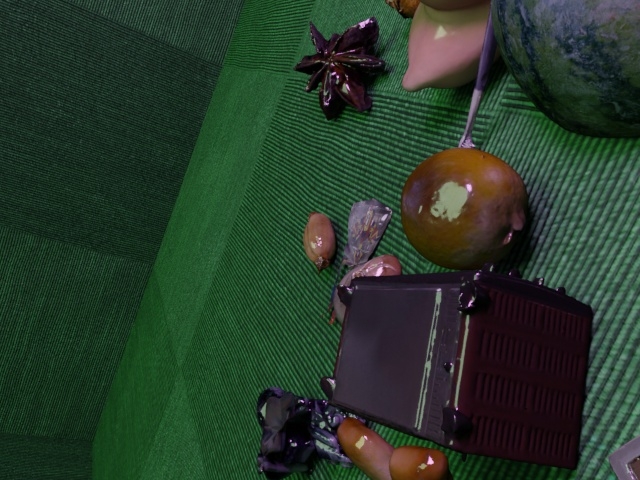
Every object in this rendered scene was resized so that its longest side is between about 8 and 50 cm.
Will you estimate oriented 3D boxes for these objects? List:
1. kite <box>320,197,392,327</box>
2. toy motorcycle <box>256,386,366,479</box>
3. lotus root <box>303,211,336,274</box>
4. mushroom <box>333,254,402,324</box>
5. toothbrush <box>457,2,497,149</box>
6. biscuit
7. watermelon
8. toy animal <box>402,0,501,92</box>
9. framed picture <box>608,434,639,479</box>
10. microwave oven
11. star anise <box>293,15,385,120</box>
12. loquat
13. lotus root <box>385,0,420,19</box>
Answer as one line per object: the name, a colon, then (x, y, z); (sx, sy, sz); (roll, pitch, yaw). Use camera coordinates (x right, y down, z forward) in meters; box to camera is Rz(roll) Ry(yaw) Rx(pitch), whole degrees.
kite: (0.059, 0.039, 1.035); (0.141, 0.015, 0.245); (20, 89, 66)
toy motorcycle: (-0.029, 0.326, 0.937); (0.270, 0.106, 0.159); (-11, 68, 50)
lotus root: (0.000, 0.000, 1.122); (0.150, 0.062, 0.073); (-98, 28, -42)
mushroom: (0.066, 0.080, 0.853); (0.225, 0.093, 0.116); (64, -130, -78)
toothbrush: (0.210, -0.215, 0.731); (0.026, 0.024, 0.288); (-114, 18, -45)
biscuit: (0.115, 0.274, 0.580); (0.047, 0.208, 0.164); (-45, 16, -25)
watermelon: (0.279, -0.229, 0.576); (0.256, 0.260, 0.176); (37, 95, 46)
toy animal: (0.190, -0.397, 0.768); (0.345, 0.246, 0.278); (-31, 48, 54)
framed picture: (0.345, 0.178, 0.372); (0.273, 0.016, 0.216); (-55, 32, 34)
microwave oven: (0.142, 0.125, 0.631); (0.247, 0.178, 0.188); (-8, 70, 62)
star anise: (0.046, -0.372, 1.202); (0.282, 0.129, 0.213); (12, 92, 56)
loquat: (0.172, -0.040, 0.712); (0.195, 0.152, 0.152); (27, 100, 56)
lotus root: (0.199, -0.468, 0.980); (0.190, 0.094, 0.108); (-43, 46, 37)
